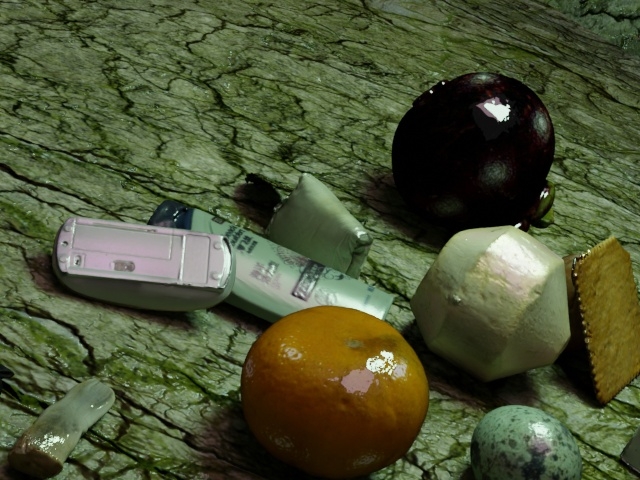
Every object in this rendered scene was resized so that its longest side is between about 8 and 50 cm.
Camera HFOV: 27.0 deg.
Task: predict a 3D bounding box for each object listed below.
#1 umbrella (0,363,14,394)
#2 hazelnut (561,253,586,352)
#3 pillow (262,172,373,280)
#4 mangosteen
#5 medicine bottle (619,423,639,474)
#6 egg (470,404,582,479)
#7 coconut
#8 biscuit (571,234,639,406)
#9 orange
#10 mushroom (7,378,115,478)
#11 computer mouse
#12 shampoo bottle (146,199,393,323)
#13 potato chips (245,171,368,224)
[{"bbox_3d":[-0.468,0.085,1.502,0.118,0.118,0.340,-6,38,-44],"label":"umbrella"},{"bbox_3d":[0.397,0.096,2.101,0.150,0.150,0.150,18,27,-9],"label":"hazelnut"},{"bbox_3d":[0.000,0.000,1.995,0.078,0.134,0.181,1,36,-44],"label":"pillow"},{"bbox_3d":[0.265,-0.131,2.305,0.297,0.313,0.297,-7,2,0],"label":"mangosteen"},{"bbox_3d":[0.527,0.267,1.819,0.171,0.201,0.052,35,25,26],"label":"medicine bottle"},{"bbox_3d":[0.254,0.273,1.676,0.132,0.132,0.172,9,18,-25],"label":"egg"},{"bbox_3d":[0.258,0.093,1.928,0.237,0.237,0.197,27,-8,9],"label":"coconut"},{"bbox_3d":[0.451,0.116,2.061,0.013,0.232,0.237,-8,9,33],"label":"biscuit"},{"bbox_3d":[0.016,0.185,1.612,0.240,0.171,0.240,5,29,-3],"label":"orange"},{"bbox_3d":[-0.284,0.206,1.489,0.059,0.054,0.202,29,21,1],"label":"mushroom"},{"bbox_3d":[-0.236,0.029,1.792,0.245,0.056,0.126,7,54,-10],"label":"computer mouse"},{"bbox_3d":[-0.081,0.056,1.883,0.359,0.078,0.134,24,37,3],"label":"shampoo bottle"},{"bbox_3d":[-0.025,-0.071,2.162,0.220,0.029,0.202,20,2,19],"label":"potato chips"}]
